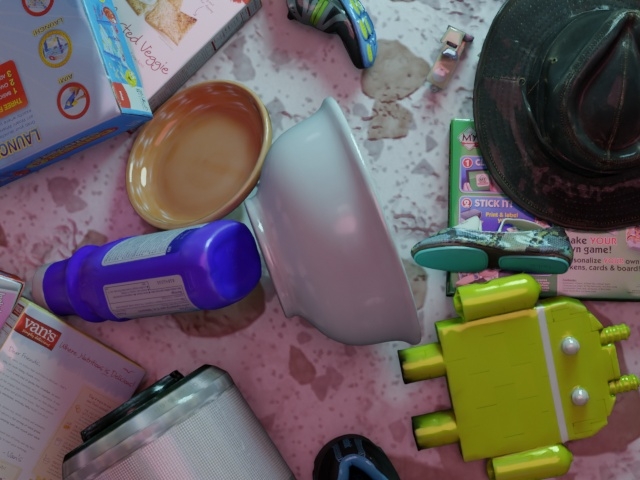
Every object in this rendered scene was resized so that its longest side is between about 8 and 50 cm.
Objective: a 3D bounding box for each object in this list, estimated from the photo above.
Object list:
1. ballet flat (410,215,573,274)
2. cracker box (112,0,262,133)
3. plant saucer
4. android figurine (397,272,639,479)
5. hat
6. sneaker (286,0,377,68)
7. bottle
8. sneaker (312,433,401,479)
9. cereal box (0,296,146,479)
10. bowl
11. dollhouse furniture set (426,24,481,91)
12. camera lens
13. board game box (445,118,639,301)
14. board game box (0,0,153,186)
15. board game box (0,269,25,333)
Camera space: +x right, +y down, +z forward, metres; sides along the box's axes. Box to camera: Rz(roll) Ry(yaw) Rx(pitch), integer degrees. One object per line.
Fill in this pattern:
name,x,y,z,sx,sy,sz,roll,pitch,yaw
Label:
ballet flat,0.200,0.004,1.816,0.188,0.070,0.070,5,84,0
cracker box,-0.206,-0.266,1.885,0.156,0.067,0.232,44,86,6
plant saucer,-0.140,-0.096,1.841,0.200,0.037,0.200,-15,58,24
android figurine,0.234,0.162,1.820,0.273,0.056,0.248,-10,99,2
hat,0.330,-0.178,1.787,0.331,0.134,0.331,0,86,0
sneaker,0.002,-0.282,1.895,0.078,0.067,0.188,-40,86,18
bottle,-0.207,0.042,1.781,0.283,0.118,0.092,-9,102,33
sneaker,0.073,0.390,1.775,0.125,0.139,0.341,-23,86,-5
cereal box,-0.336,0.210,1.811,0.173,0.047,0.240,34,83,-26
bowl,0.000,0.000,1.736,0.134,0.298,0.298,-21,84,-3
dollhouse furniture set,0.187,-0.198,1.874,0.114,0.091,0.081,26,100,0
camera lens,-0.140,0.294,1.743,0.219,0.219,0.274,-33,89,-3
board game box,0.311,-0.035,1.865,0.317,0.046,0.213,2,83,1
board game box,-0.389,-0.227,1.828,0.308,0.086,0.302,-21,84,18
board game box,-0.532,0.106,1.783,0.316,0.064,0.242,21,90,-20
